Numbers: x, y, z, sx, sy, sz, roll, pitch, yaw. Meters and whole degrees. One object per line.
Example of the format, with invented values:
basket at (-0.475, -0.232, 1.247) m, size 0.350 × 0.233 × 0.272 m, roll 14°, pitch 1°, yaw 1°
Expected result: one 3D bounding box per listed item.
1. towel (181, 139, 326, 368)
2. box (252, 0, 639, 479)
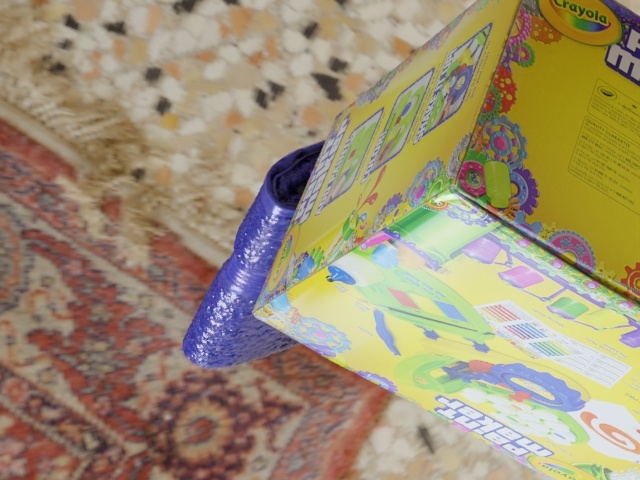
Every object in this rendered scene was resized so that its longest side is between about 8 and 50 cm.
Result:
towel at (0.000, 0.000, 1.508) m, size 0.227 × 0.308 × 0.076 m, roll -16°, pitch 65°, yaw -29°
box at (0.158, 0.010, 1.055) m, size 0.290 × 0.279 × 0.177 m, roll 30°, pitch 62°, yaw -15°
